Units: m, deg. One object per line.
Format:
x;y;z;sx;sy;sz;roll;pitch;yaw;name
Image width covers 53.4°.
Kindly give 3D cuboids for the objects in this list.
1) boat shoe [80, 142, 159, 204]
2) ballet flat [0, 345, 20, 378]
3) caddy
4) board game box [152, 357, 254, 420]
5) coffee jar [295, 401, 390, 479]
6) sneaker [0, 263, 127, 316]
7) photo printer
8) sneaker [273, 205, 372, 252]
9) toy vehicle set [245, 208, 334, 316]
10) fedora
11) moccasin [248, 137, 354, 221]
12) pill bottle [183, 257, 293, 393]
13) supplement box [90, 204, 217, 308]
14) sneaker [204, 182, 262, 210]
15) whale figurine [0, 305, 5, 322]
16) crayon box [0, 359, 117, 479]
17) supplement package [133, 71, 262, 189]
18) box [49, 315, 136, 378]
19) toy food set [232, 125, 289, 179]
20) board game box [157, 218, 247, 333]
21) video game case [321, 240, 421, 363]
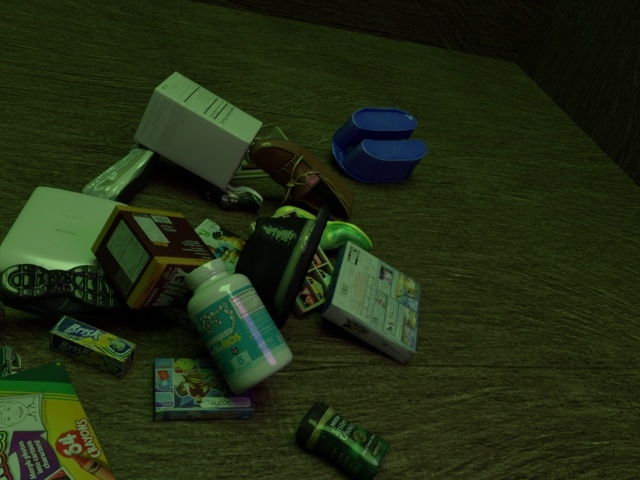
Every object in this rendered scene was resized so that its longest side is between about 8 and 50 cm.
-0.543;-0.195;1.788;0.103;0.118;0.320;25;43;0;boat shoe
-0.609;0.255;1.248;0.041;0.041;0.114;3;41;-21;ballet flat
0.205;-0.327;2.246;0.341;0.179;0.241;-5;67;-29;caddy
-0.248;0.311;1.339;0.201;0.035;0.136;5;39;-19;board game box
0.044;0.412;1.305;0.184;0.079;0.096;28;37;12;coffee jar
-0.542;0.109;1.349;0.267;0.106;0.101;12;51;-31;sneaker
-0.600;0.011;1.502;0.255;0.107;0.308;13;37;-10;photo printer
0.000;0.000;1.813;0.295;0.109;0.124;16;58;-7;sneaker
-0.063;0.053;1.665;0.166;0.035;0.267;-24;77;-43;toy vehicle set
-0.100;0.043;1.432;0.152;0.334;0.334;22;37;1;fedora
-0.054;-0.172;1.896;0.380;0.139;0.147;37;36;-34;moccasin
-0.180;0.171;1.320;0.146;0.146;0.264;-25;81;-44;pill bottle
-0.360;0.039;1.410;0.194;0.129;0.191;47;22;28;supplement box
-0.259;-0.118;1.868;0.178;0.072;0.077;17;48;10;sneaker
-0.752;0.115;1.293;0.216;0.141;0.272;46;2;-32;whale figurine
-0.524;0.401;1.040;0.313;0.106;0.363;-13;48;-36;crayon box
-0.346;-0.315;1.825;0.292;0.178;0.175;30;29;-9;supplement package
-0.476;0.222;1.330;0.168;0.059;0.054;21;38;2;box
-0.236;-0.304;2.081;0.306;0.092;0.220;-7;44;-31;toy food set
-0.289;0.081;1.582;0.193;0.053;0.305;27;42;10;board game box
0.139;0.154;1.649;0.244;0.061;0.270;30;36;-9;video game case
